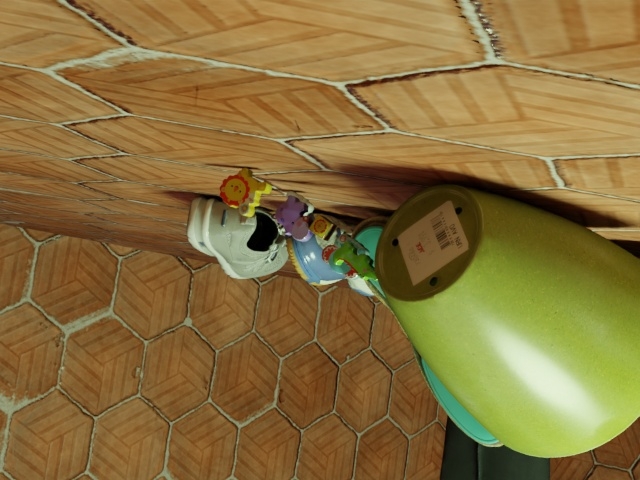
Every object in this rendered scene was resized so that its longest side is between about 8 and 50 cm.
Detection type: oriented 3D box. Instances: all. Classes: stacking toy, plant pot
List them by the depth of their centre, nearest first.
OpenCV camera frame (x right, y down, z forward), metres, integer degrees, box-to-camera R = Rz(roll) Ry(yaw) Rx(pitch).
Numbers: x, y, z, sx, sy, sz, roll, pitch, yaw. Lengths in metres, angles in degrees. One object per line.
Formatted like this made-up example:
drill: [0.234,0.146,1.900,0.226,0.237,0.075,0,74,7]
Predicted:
plant pot: [0.200,0.063,1.171,0.275,0.274,0.293,2,155,45]
stacking toy: [0.000,0.000,1.247,0.221,0.052,0.167,36,-175,21]

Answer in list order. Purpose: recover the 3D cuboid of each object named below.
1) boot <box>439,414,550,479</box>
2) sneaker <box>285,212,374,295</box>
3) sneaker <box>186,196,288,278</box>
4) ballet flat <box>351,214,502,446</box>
boot: [0.375,0.264,1.806,0.146,0.445,0.367,12,173,-39]
sneaker: [0.063,0.008,1.549,0.131,0.112,0.296,-15,165,29]
sneaker: [-0.099,0.006,1.610,0.115,0.105,0.281,6,174,21]
ballet flat: [0.168,0.111,1.426,0.123,0.348,0.123,-34,174,-4]
